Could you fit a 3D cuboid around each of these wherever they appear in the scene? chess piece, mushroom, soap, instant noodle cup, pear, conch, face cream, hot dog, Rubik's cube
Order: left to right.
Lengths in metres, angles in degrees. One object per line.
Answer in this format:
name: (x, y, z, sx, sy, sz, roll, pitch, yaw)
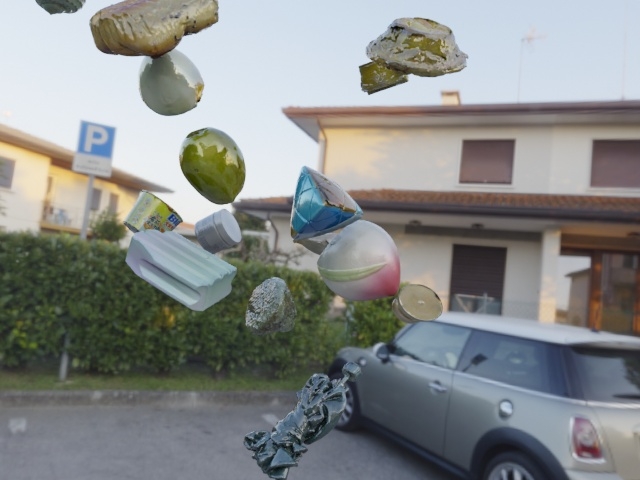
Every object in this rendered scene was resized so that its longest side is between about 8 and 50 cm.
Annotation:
conch: (-0.853, -0.840, 1.673, 0.172, 0.200, 0.131, 14, 16, -47)
hot dog: (-0.599, -0.745, 1.754, 0.367, 0.196, 0.365, 15, 39, 37)
instant noodle cup: (-0.669, -0.082, 1.992, 0.204, 0.153, 0.205, 32, -20, 13)
soap: (-0.488, 0.089, 1.734, 0.346, 0.115, 0.208, 29, 24, 14)
pear: (-0.417, -0.291, 1.986, 0.252, 0.307, 0.253, -23, 25, 12)
face cream: (-0.479, -0.040, 2.356, 0.152, 0.178, 0.177, -25, -15, 14)
Rubik's cube: (-0.035, -0.114, 1.597, 0.254, 0.255, 0.254, 6, -6, 1)
mushroom: (0.002, 0.010, 2.194, 0.246, 0.108, 0.096, 13, 4, 1)
soap: (0.294, -0.784, 2.380, 0.233, 0.135, 0.076, -7, 0, 39)
chess piece: (0.309, 0.234, 1.757, 0.138, 0.124, 0.307, -6, -14, -6)

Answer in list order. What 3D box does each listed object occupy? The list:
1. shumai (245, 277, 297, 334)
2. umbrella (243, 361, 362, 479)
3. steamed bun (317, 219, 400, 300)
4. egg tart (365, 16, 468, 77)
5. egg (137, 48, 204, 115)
shumai: (-0.148, 0.265, 1.887, 0.203, 0.222, 0.272, 28, -4, -22)
umbrella: (-0.023, 0.403, 1.194, 0.143, 0.094, 0.348, 33, 52, 28)
steamed bun: (0.162, 0.098, 1.824, 0.308, 0.310, 0.309, 6, -6, 1)
egg tart: (0.312, -0.615, 1.592, 0.340, 0.129, 0.341, 7, 38, -6)
egg: (-0.617, -0.652, 2.034, 0.264, 0.287, 0.174, -22, -11, -6)
